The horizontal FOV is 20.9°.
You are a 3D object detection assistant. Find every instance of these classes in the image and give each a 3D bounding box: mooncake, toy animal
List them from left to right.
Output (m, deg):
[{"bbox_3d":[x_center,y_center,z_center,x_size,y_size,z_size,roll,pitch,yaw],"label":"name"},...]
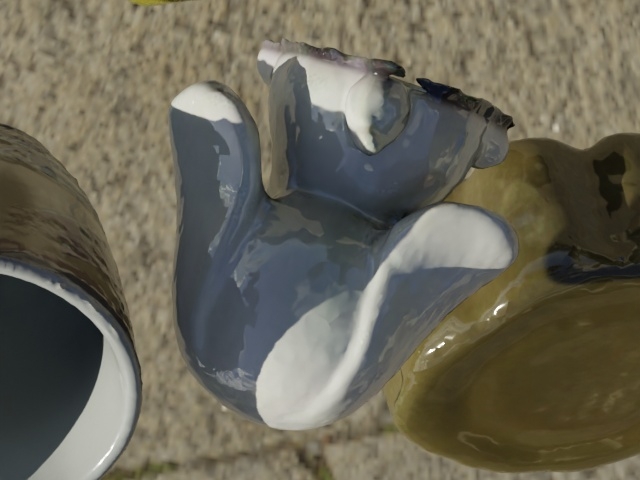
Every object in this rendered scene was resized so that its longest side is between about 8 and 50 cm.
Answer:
[{"bbox_3d":[0.017,-0.009,1.244,0.249,0.174,0.289,-2,88,7],"label":"toy animal"},{"bbox_3d":[0.238,0.059,1.692,0.378,0.200,0.378,-9,143,-6],"label":"mooncake"}]

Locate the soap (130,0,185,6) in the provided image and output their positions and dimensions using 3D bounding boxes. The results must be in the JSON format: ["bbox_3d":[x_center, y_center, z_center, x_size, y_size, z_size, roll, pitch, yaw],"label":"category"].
[{"bbox_3d":[-0.043,-0.182,1.090,0.169,0.033,0.089,-2,146,-2],"label":"soap"}]

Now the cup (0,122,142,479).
[{"bbox_3d":[-0.245,0.069,1.249,0.227,0.257,0.301,2,122,-8],"label":"cup"}]
